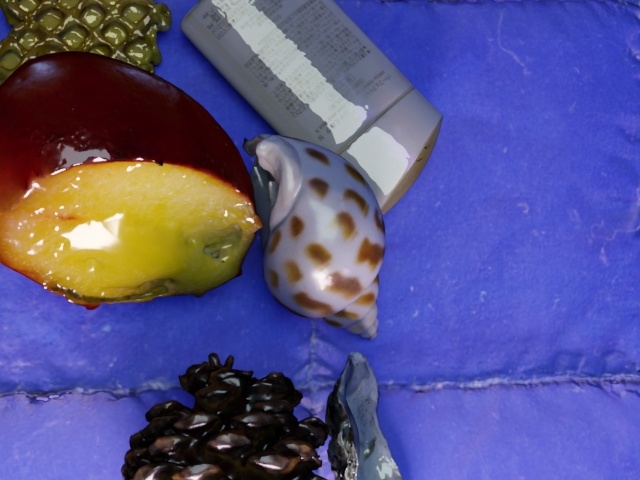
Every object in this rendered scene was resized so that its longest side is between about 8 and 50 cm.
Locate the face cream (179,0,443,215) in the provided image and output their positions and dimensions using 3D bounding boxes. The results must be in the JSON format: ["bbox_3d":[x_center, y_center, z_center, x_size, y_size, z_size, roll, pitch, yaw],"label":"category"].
[{"bbox_3d":[0.002,-0.198,1.621,0.173,0.081,0.348,-44,87,-14],"label":"face cream"}]

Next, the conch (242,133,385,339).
[{"bbox_3d":[0.000,0.000,1.534,0.149,0.183,0.274,-8,110,-9],"label":"conch"}]

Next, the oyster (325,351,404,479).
[{"bbox_3d":[0.053,0.266,1.499,0.087,0.252,0.199,-5,38,13],"label":"oyster"}]

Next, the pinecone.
[{"bbox_3d":[-0.093,0.250,1.417,0.244,0.243,0.257,21,69,-5],"label":"pinecone"}]

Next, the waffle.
[{"bbox_3d":[-0.312,-0.274,1.594,0.249,0.056,0.253,-18,82,-15],"label":"waffle"}]

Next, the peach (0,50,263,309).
[{"bbox_3d":[-0.227,-0.053,1.454,0.338,0.281,0.281,38,72,-6],"label":"peach"}]
